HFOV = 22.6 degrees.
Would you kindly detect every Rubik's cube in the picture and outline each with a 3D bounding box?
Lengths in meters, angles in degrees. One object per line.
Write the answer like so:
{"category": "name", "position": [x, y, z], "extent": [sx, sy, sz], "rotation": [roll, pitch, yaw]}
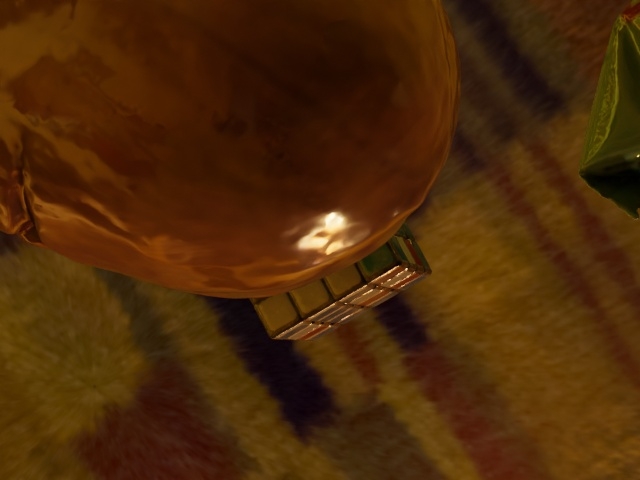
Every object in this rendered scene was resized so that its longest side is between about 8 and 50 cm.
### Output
{"category": "Rubik's cube", "position": [0.000, 0.000, 0.969], "extent": [0.092, 0.092, 0.092], "rotation": [-30, 79, 11]}

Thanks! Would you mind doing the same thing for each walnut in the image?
{"category": "walnut", "position": [-0.083, -0.083, 0.661], "extent": [0.298, 0.203, 0.203], "rotation": [21, 81, 28]}

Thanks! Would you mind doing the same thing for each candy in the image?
{"category": "candy", "position": [0.395, -0.218, 1.502], "extent": [0.172, 0.398, 0.263], "rotation": [40, 37, 7]}
